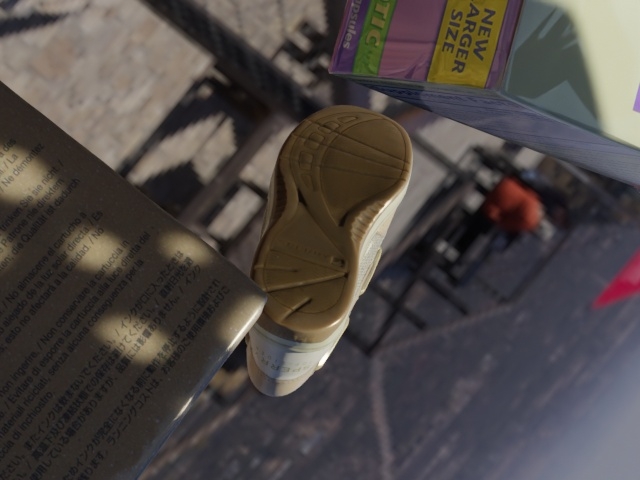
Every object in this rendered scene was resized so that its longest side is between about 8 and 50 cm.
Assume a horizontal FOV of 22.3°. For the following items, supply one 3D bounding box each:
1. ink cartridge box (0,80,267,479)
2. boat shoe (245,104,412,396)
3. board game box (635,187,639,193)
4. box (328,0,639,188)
[{"bbox_3d":[-0.164,0.058,0.637,0.234,0.193,0.088,-53,-176,-34],"label":"ink cartridge box"},{"bbox_3d":[0.000,0.000,1.322,0.302,0.109,0.098,-71,179,-48],"label":"boat shoe"},{"bbox_3d":[0.235,-0.025,0.960,0.047,0.210,0.160,-39,138,5],"label":"board game box"},{"bbox_3d":[0.153,-0.141,0.751,0.243,0.117,0.213,15,89,-38],"label":"box"}]
